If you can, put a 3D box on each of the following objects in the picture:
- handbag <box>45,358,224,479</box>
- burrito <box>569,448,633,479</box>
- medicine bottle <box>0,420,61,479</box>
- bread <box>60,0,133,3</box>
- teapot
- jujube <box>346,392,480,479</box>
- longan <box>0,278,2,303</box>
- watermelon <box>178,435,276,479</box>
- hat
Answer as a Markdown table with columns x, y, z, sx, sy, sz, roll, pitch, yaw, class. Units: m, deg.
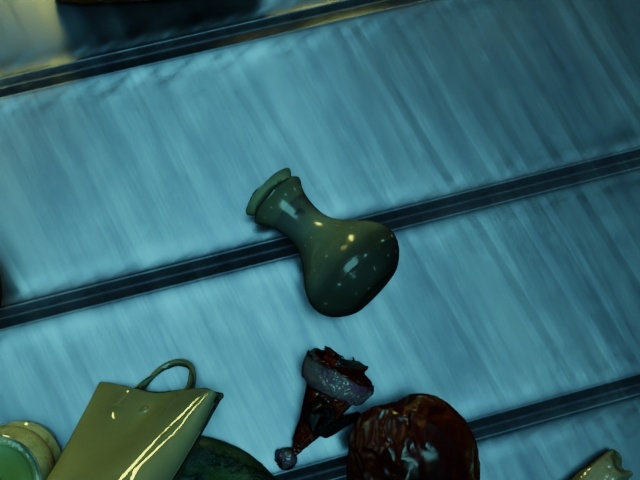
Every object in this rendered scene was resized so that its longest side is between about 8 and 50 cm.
| x | y | z | sx | sy | sz | roll | pitch | yaw | class |
| --- | --- | --- | --- | --- | --- | --- | --- | --- | --- |
| -0.288 | 0.291 | 1.688 | 0.241 | 0.109 | 0.315 | 0 | 47 | 27 | handbag |
| 0.414 | 0.459 | 1.815 | 0.275 | 0.059 | 0.082 | -38 | 73 | -8 | burrito |
| -0.490 | 0.364 | 1.704 | 0.147 | 0.143 | 0.147 | 0 | 88 | 0 | medicine bottle |
| -0.287 | -0.552 | 1.714 | 0.390 | 0.371 | 0.279 | -2 | 88 | -2 | bread |
| 0.000 | 0.000 | 1.785 | 0.251 | 0.183 | 0.183 | 42 | 82 | 13 | teapot |
| 0.164 | 0.419 | 1.738 | 0.216 | 0.216 | 0.342 | -10 | 90 | -6 | jujube |
| -0.638 | 0.098 | 1.679 | 0.300 | 0.243 | 0.300 | -12 | 117 | -24 | longan |
| -0.192 | 0.423 | 1.725 | 0.176 | 0.256 | 0.260 | -32 | 96 | 36 | watermelon |
| -0.008 | 0.282 | 1.774 | 0.129 | 0.140 | 0.227 | 31 | 95 | 9 | hat |
